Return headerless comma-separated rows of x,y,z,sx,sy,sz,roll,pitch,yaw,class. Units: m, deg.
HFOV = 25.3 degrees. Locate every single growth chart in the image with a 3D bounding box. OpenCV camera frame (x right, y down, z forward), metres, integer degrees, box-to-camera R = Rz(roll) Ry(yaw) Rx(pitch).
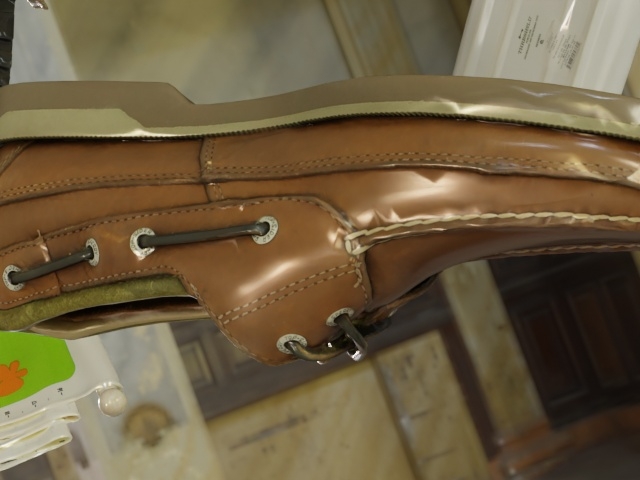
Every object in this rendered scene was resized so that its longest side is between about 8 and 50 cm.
-0.231,0.093,0.817,0.237,0.021,0.172,-24,41,-23,growth chart

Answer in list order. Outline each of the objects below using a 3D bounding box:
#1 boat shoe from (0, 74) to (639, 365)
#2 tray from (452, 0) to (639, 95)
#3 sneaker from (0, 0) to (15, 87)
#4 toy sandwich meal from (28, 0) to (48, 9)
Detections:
0.000,0.000,0.546,0.307,0.104,0.111,1,-12,31,boat shoe
0.160,-0.147,1.041,0.145,0.270,0.030,30,28,33,tray
-0.235,-0.108,0.787,0.107,0.283,0.124,31,-40,-26,sneaker
-0.194,-0.187,0.927,0.029,0.085,0.085,-34,-3,-2,toy sandwich meal
